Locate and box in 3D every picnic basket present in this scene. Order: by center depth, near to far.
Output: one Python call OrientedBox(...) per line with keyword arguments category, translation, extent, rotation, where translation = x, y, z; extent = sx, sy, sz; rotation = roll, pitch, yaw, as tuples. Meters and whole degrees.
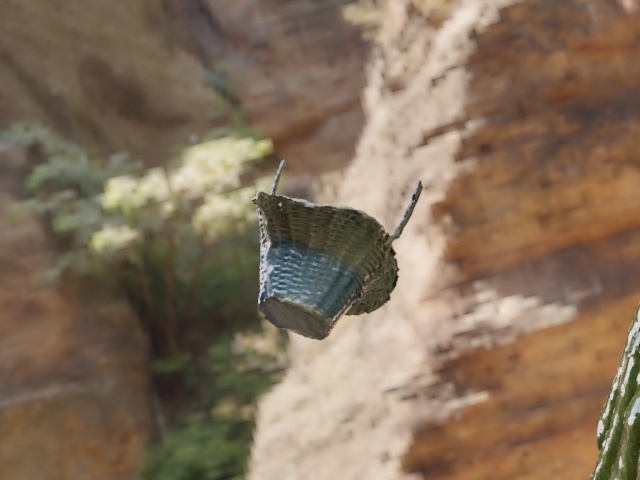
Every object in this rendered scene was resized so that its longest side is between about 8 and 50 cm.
OrientedBox(category="picnic basket", translation=(0.000, 0.000, 0.818), extent=(0.065, 0.083, 0.083), rotation=(10, -30, 24))

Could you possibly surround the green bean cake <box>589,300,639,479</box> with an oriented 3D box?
OrientedBox(category="green bean cake", translation=(0.215, 0.112, 0.772), extent=(0.214, 0.200, 0.113), rotation=(15, -52, -1))
